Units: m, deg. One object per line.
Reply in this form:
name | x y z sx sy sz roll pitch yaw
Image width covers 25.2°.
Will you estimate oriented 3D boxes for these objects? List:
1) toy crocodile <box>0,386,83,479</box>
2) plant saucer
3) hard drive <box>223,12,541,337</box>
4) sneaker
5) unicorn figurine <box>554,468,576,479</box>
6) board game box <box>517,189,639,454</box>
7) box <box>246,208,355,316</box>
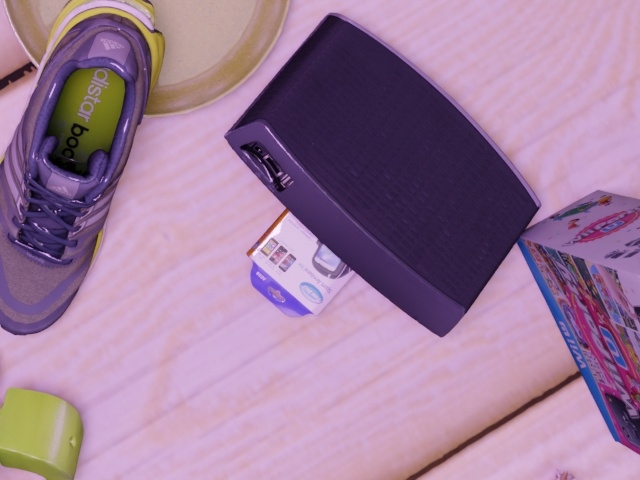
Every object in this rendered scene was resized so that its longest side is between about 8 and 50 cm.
toy crocodile | -0.365 0.162 1.160 0.340 0.105 0.115 -4 55 -8
plant saucer | -0.143 -0.222 1.182 0.240 0.037 0.241 -1 97 -9
hard drive | 0.063 -0.059 1.202 0.254 0.054 0.172 43 68 -11
sneaker | -0.209 -0.050 1.127 0.111 0.121 0.300 16 113 -9
unicorn figurine | 0.224 0.278 1.293 0.162 0.060 0.111 38 89 -27
board game box | 0.287 0.085 1.151 0.097 0.303 0.224 -29 99 -5
box | 0.000 0.000 1.236 0.081 0.028 0.136 42 91 -11
